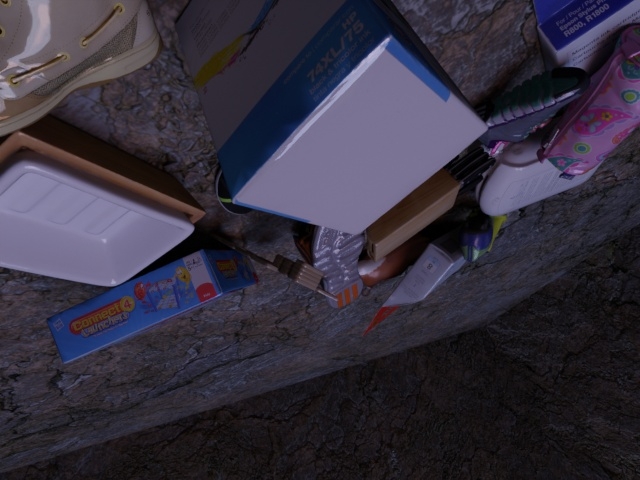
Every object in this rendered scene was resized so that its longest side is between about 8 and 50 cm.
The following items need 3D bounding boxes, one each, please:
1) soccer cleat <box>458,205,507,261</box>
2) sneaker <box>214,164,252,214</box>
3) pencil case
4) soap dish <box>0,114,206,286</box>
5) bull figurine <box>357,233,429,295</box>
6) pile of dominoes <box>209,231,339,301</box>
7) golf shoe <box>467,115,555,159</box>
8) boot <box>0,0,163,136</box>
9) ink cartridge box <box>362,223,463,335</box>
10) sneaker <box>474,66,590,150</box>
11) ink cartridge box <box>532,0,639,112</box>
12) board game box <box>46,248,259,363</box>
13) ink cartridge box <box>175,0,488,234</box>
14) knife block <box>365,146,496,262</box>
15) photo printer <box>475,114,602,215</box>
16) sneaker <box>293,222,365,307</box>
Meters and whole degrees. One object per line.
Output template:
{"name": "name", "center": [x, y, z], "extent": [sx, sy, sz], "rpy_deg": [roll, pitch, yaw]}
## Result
{"name": "soccer cleat", "center": [0.454, -0.023, 1.211], "extent": [0.289, 0.093, 0.121], "rpy_deg": [-26, 122, -52]}
{"name": "sneaker", "center": [-0.126, -0.099, 0.723], "extent": [0.084, 0.097, 0.235], "rpy_deg": [-10, 151, -22]}
{"name": "pencil case", "center": [0.520, -0.239, 0.791], "extent": [0.124, 0.124, 0.284], "rpy_deg": [-16, 156, -11]}
{"name": "soap dish", "center": [-0.354, -0.046, 0.624], "extent": [0.228, 0.118, 0.290], "rpy_deg": [-32, 152, 18]}
{"name": "bull figurine", "center": [0.181, 0.076, 1.280], "extent": [0.310, 0.101, 0.188], "rpy_deg": [-19, 157, -4]}
{"name": "pile of dominoes", "center": [-0.088, 0.039, 0.873], "extent": [0.196, 0.251, 0.040], "rpy_deg": [31, 84, -42]}
{"name": "golf shoe", "center": [0.385, -0.242, 0.900], "extent": [0.186, 0.068, 0.086], "rpy_deg": [-35, 125, 23]}
{"name": "boot", "center": [-0.275, -0.208, 0.358], "extent": [0.261, 0.095, 0.204], "rpy_deg": [-35, 158, -22]}
{"name": "ink cartridge box", "center": [0.314, 0.140, 1.311], "extent": [0.308, 0.091, 0.385], "rpy_deg": [-21, 146, -53]}
{"name": "sneaker", "center": [0.387, -0.236, 0.796], "extent": [0.098, 0.083, 0.223], "rpy_deg": [36, 153, -29]}
{"name": "ink cartridge box", "center": [0.541, -0.395, 0.716], "extent": [0.324, 0.072, 0.330], "rpy_deg": [-34, 153, 23]}
{"name": "board game box", "center": [-0.308, 0.117, 0.874], "extent": [0.308, 0.086, 0.302], "rpy_deg": [-24, 177, 2]}
{"name": "ink cartridge box", "center": [-0.001, -0.182, 0.471], "extent": [0.197, 0.270, 0.198], "rpy_deg": [-40, 149, 29]}
{"name": "knife block", "center": [0.224, -0.087, 0.867], "extent": [0.241, 0.276, 0.088], "rpy_deg": [6, 155, 10]}
{"name": "photo printer", "center": [0.534, -0.182, 1.060], "extent": [0.307, 0.107, 0.256], "rpy_deg": [-22, 154, 0]}
{"name": "sneaker", "center": [0.000, 0.000, 0.927], "extent": [0.124, 0.180, 0.321], "rpy_deg": [-25, 142, -18]}
